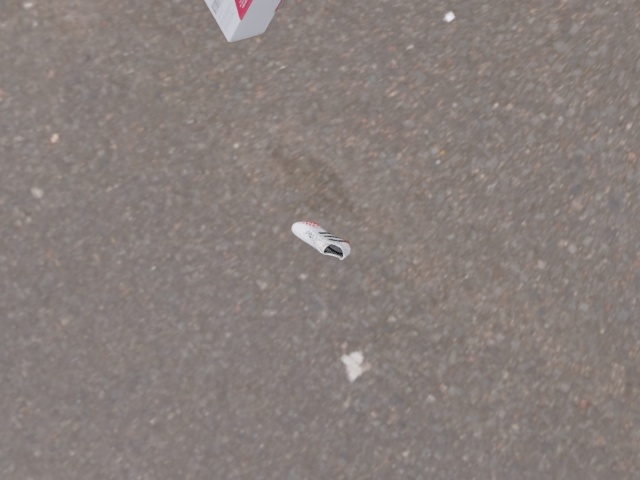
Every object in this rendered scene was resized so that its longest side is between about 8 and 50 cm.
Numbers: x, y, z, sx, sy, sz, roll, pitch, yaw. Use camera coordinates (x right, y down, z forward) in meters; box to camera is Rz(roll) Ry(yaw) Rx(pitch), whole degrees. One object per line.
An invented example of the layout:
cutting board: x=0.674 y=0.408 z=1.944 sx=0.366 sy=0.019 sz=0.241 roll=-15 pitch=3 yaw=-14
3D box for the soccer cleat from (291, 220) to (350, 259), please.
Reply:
soccer cleat: x=0.000 y=0.000 z=1.332 sx=0.083 sy=0.035 sz=0.029 roll=26 pitch=118 yaw=1

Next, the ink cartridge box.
ink cartridge box: x=-0.117 y=-0.358 z=1.355 sx=0.150 sy=0.063 sz=0.109 roll=60 pitch=148 yaw=11
